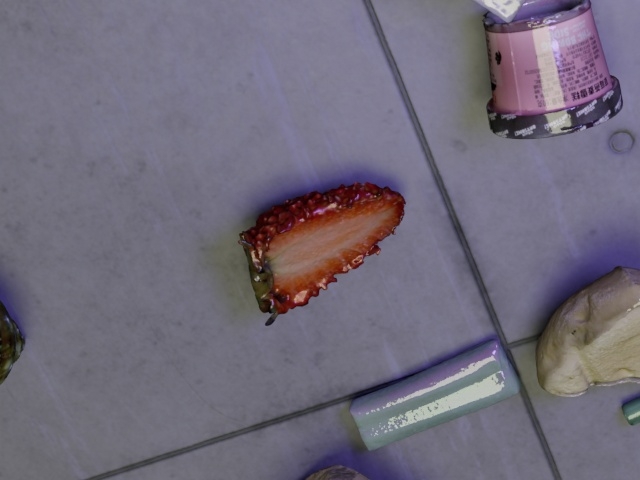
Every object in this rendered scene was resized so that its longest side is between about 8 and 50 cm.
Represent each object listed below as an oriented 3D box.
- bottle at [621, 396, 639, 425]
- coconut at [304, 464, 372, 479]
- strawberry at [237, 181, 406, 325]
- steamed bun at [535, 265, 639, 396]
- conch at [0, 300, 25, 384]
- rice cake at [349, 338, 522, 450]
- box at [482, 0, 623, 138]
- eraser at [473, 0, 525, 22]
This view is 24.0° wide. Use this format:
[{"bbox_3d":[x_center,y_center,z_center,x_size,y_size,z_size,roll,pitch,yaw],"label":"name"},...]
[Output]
[{"bbox_3d":[0.432,0.209,1.943,0.083,0.030,0.030,-28,114,14],"label":"bottle"},{"bbox_3d":[0.051,0.437,1.962,0.244,0.239,0.239,40,112,-14],"label":"coconut"},{"bbox_3d":[-0.004,-0.003,1.825,0.208,0.087,0.167,-23,139,-15],"label":"strawberry"},{"bbox_3d":[0.352,0.105,1.841,0.212,0.110,0.231,-24,144,21],"label":"steamed bun"},{"bbox_3d":[-0.462,0.117,1.872,0.187,0.124,0.181,-21,127,38],"label":"conch"},{"bbox_3d":[0.144,0.200,1.940,0.221,0.042,0.080,-24,116,14],"label":"rice cake"},{"bbox_3d":[0.249,-0.199,1.671,0.151,0.151,0.135,-13,108,8],"label":"box"},{"bbox_3d":[0.076,-0.364,1.587,0.343,0.144,0.078,31,113,-15],"label":"eraser"}]
